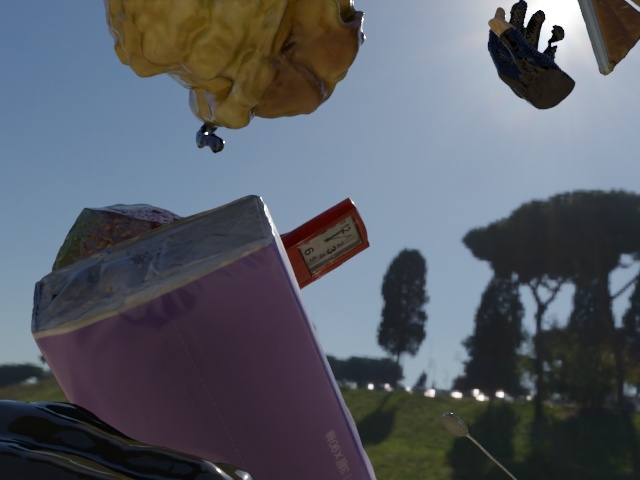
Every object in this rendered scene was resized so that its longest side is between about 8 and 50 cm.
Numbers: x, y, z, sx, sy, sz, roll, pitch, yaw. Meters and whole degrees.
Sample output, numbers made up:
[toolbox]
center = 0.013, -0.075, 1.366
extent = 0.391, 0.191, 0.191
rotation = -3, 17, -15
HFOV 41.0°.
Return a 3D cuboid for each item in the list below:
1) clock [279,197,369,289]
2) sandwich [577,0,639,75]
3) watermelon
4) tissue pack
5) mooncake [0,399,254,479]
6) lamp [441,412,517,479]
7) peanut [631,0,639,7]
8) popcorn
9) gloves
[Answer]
[clock]
center = 0.000, 0.000, 1.404
extent = 0.155, 0.061, 0.113
rotation = -30, -39, -5
[sandwich]
center = 0.516, -0.406, 1.608
extent = 0.163, 0.113, 0.079
rotation = 39, 1, 3
[watermelon]
center = -0.262, 0.031, 1.352
extent = 0.257, 0.192, 0.139
rotation = 19, -16, 21
[tissue pack]
center = -0.107, 0.151, 0.863
extent = 0.242, 0.338, 0.160
rotation = -23, 25, -3
[mooncake]
center = -0.138, 0.234, 0.450
extent = 0.161, 0.290, 0.290
rotation = 13, -14, 9
[lamp]
center = 0.271, 0.365, 1.412
extent = 0.198, 0.056, 0.050
rotation = 40, -29, 13
[peanut]
center = 0.440, -0.326, 1.003
extent = 0.291, 0.142, 0.159
rotation = -13, -1, -38
[popcorn]
center = -0.127, -0.282, 1.185
extent = 0.349, 0.348, 0.381
rotation = 10, -49, -9
[gloves]
center = 0.326, -0.305, 1.392
extent = 0.129, 0.180, 0.106
rotation = -9, -37, -24
